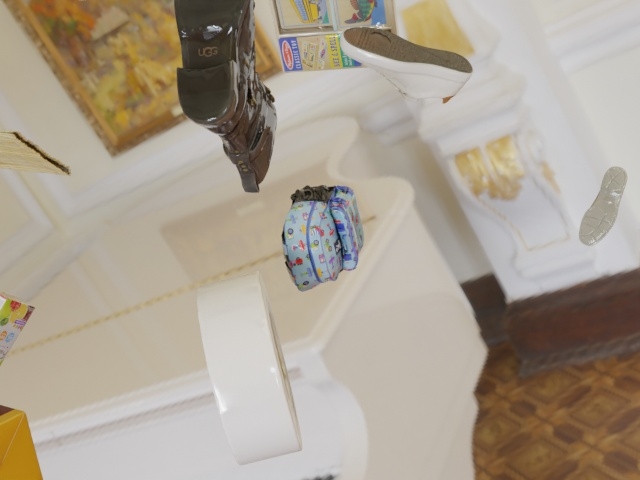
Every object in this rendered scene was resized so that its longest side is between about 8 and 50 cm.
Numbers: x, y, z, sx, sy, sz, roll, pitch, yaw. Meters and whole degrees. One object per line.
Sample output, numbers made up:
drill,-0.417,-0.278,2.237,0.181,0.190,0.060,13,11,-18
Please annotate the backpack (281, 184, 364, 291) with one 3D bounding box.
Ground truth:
backpack,0.000,0.000,1.653,0.117,0.158,0.173,-5,24,16

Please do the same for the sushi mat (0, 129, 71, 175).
sushi mat,-0.650,-0.186,1.973,0.317,0.151,0.019,9,67,42

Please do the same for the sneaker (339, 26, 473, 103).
sneaker,0.159,-0.338,1.950,0.105,0.290,0.123,-96,28,-42

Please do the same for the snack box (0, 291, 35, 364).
snack box,-0.547,0.157,1.613,0.141,0.037,0.100,-60,-17,-5

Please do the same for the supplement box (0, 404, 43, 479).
supplement box,-0.436,0.298,1.144,0.194,0.191,0.129,5,21,40

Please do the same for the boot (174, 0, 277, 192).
boot,-0.104,-0.210,1.194,0.091,0.262,0.229,4,-12,13

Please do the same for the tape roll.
tape roll,-0.107,0.195,1.476,0.100,0.286,0.286,-14,17,-2

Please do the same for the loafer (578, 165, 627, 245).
loafer,0.424,-0.048,1.435,0.125,0.045,0.039,-67,-21,4

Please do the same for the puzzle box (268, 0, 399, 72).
puzzle box,0.016,-0.553,2.056,0.272,0.408,0.052,-2,39,13
